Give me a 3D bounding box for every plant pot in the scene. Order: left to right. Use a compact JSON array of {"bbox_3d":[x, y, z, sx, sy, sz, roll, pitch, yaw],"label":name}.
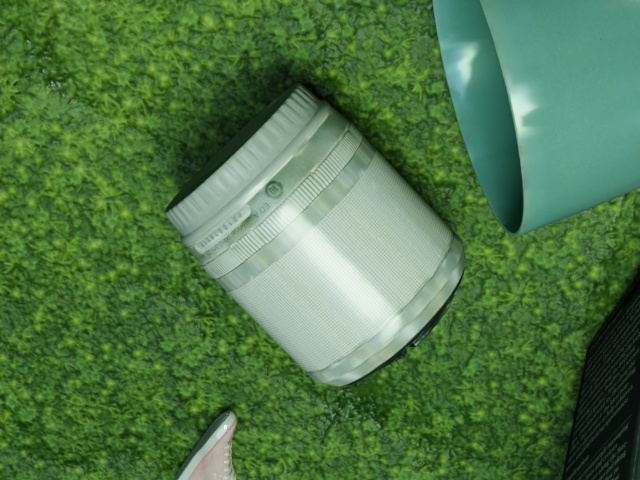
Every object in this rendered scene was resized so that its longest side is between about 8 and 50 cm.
[{"bbox_3d":[0.257,-0.174,1.176,0.235,0.293,0.293,-15,109,-1],"label":"plant pot"}]

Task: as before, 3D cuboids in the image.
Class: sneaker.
[{"bbox_3d":[-0.122,0.271,1.533,0.070,0.051,0.134,32,116,-6],"label":"sneaker"}]

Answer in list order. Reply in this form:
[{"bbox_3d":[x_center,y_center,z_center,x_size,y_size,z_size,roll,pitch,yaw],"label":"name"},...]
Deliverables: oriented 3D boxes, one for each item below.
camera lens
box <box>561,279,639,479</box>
[{"bbox_3d":[0.000,0.000,1.311,0.219,0.219,0.274,-40,101,21],"label":"camera lens"},{"bbox_3d":[0.410,0.249,1.230,0.293,0.396,0.212,23,139,0],"label":"box"}]
